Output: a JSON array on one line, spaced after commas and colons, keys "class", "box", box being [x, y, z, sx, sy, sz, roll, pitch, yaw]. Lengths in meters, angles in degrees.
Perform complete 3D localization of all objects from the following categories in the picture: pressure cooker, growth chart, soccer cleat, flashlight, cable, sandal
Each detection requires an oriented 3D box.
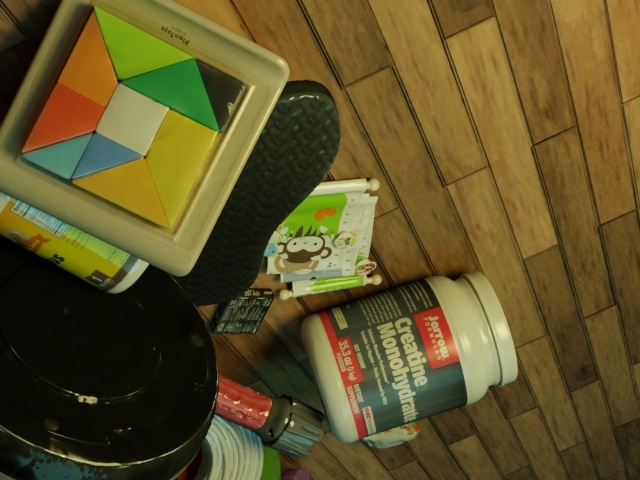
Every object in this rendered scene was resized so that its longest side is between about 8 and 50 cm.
[{"class": "pressure cooker", "box": [-0.354, 0.226, 1.203, 0.376, 0.369, 0.420, 13, 132, -36]}, {"class": "growth chart", "box": [0.000, 0.000, 1.378, 0.172, 0.021, 0.237, -13, 142, -9]}, {"class": "soccer cleat", "box": [0.089, 0.324, 1.787, 0.196, 0.068, 0.076, 17, 133, -43]}, {"class": "flashlight", "box": [-0.137, 0.210, 1.429, 0.304, 0.103, 0.103, 27, 121, -17]}, {"class": "cable", "box": [-0.208, 0.318, 1.510, 0.257, 0.089, 0.257, 39, 75, -26]}, {"class": "sandal", "box": [-0.113, -0.061, 1.200, 0.168, 0.107, 0.445, -2, 152, -24]}]

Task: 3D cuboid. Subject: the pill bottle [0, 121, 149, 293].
[{"class": "pill bottle", "box": [-0.275, -0.041, 1.089, 0.215, 0.117, 0.117, 32, 121, -23]}]

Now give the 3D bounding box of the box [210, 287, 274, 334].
[{"class": "box", "box": [-0.109, 0.099, 1.450, 0.067, 0.018, 0.083, 1, 138, -26]}]

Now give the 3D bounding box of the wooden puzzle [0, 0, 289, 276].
[{"class": "wooden puzzle", "box": [-0.175, -0.110, 0.985, 0.221, 0.044, 0.238, 26, 99, -7]}]

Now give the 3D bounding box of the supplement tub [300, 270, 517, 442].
[{"class": "supplement tub", "box": [0.122, 0.162, 1.493, 0.272, 0.191, 0.191, -18, 143, -4]}]

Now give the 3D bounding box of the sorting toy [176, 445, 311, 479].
[{"class": "sorting toy", "box": [-0.165, 0.378, 1.727, 0.126, 0.127, 0.365, -13, 150, 34]}]
